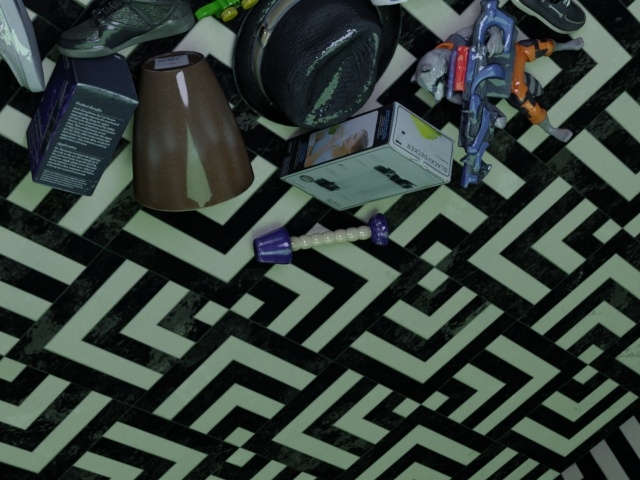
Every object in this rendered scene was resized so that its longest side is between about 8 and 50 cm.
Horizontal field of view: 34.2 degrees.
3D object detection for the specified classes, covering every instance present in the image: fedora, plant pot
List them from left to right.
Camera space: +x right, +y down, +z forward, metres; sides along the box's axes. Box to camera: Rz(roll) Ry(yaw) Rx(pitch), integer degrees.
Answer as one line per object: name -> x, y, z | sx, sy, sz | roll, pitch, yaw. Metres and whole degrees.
plant pot -> -0.236, -0.200, 1.791 | 0.215, 0.215, 0.230 | -13, 118, -11
fedora -> 0.013, -0.311, 1.807 | 0.334, 0.152, 0.334 | -11, 133, -13

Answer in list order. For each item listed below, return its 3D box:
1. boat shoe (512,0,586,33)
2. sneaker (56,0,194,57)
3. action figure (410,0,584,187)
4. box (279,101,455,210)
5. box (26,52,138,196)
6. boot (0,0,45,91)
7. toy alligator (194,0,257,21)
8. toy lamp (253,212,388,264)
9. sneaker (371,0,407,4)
boat shoe -> 0.430, -0.436, 1.899 | 0.206, 0.075, 0.065 | 12, 150, -39
sneaker -> -0.322, -0.374, 1.666 | 0.227, 0.087, 0.130 | -19, 132, -10
action figure -> 0.319, -0.270, 1.957 | 0.330, 0.178, 0.341 | 9, 100, -22
box -> 0.084, -0.148, 1.914 | 0.169, 0.087, 0.290 | 27, 154, -36
box -> -0.401, -0.204, 1.735 | 0.108, 0.153, 0.207 | 15, 121, -30
boot -> -0.524, -0.339, 1.623 | 0.123, 0.095, 0.258 | -14, 125, -2
toy alligator -> -0.125, -0.417, 1.736 | 0.189, 0.056, 0.051 | -33, 177, -3
toy lamp -> 0.000, 0.000, 2.123 | 0.274, 0.080, 0.080 | -8, 132, -14
sneaker -> 0.211, -0.515, 1.714 | 0.315, 0.127, 0.182 | -23, 116, -20
